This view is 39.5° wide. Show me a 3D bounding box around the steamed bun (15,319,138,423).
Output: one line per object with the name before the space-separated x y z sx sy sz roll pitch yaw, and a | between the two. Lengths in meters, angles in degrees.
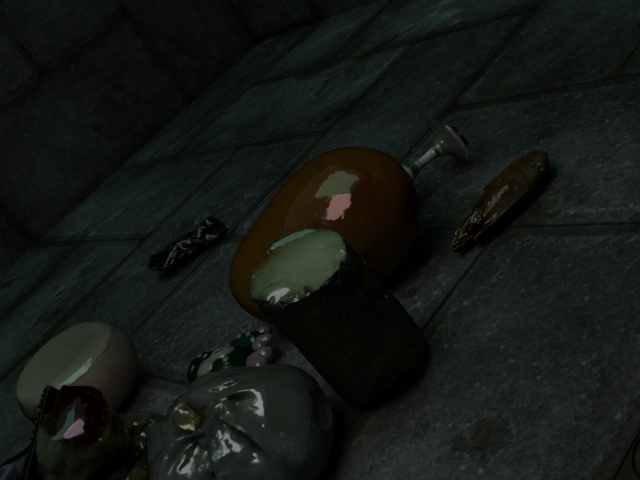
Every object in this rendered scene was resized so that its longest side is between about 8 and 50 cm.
steamed bun | -0.534 0.321 2.018 0.283 0.177 0.283 -26 29 16

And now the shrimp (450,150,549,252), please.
shrimp | 0.344 -0.077 1.759 0.294 0.062 0.154 -43 12 -23

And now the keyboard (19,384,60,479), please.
keyboard | -0.511 0.380 1.617 0.093 0.025 0.230 92 -173 -72

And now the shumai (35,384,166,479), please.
shumai | -0.432 0.397 1.637 0.304 0.263 0.309 -22 27 24

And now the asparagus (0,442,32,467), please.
asparagus | -0.708 0.501 2.114 0.163 0.016 0.016 -35 14 6

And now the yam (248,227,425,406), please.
yam | 0.037 0.130 1.482 0.195 0.300 0.195 -28 31 19

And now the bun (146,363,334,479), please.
bun | -0.143 0.328 1.461 0.354 0.194 0.354 -29 28 17

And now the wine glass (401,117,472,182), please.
wine glass | 0.181 -0.133 1.984 0.321 0.143 0.143 -40 24 -7

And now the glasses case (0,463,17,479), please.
glasses case | -0.723 0.567 1.972 0.067 0.045 0.178 -27 24 16

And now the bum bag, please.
bum bag | -0.377 0.018 2.520 0.248 0.069 0.102 -35 48 -5

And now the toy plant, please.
toy plant | -0.185 0.266 1.741 0.232 0.112 0.243 -38 17 6

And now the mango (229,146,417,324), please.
mango | 0.000 0.000 1.803 0.446 0.232 0.300 -36 64 13
